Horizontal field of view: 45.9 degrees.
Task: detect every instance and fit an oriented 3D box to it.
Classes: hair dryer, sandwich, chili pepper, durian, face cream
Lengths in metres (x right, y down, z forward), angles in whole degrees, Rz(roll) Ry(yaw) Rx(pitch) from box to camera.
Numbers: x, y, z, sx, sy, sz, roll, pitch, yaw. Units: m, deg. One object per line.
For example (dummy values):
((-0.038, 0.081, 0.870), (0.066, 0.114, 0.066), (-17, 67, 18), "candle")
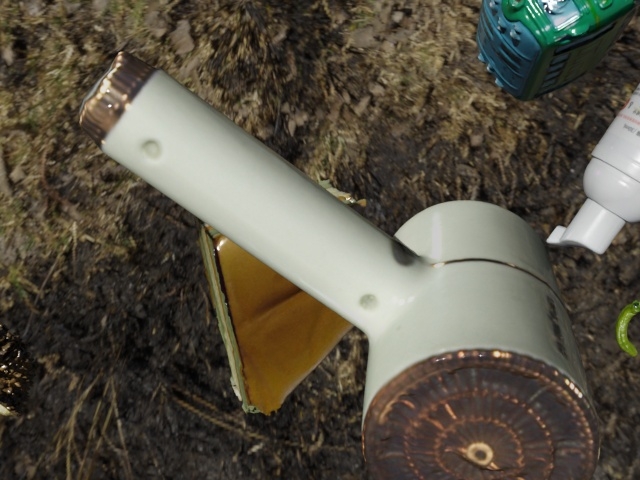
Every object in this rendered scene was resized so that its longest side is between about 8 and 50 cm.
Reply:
((0.000, 0.000, 0.460), (0.362, 0.203, 0.128), (36, 116, -9), "hair dryer")
((-0.025, 0.060, 0.897), (0.198, 0.155, 0.227), (-14, 111, -14), "sandwich")
((0.350, 0.099, 0.858), (0.017, 0.030, 0.083), (-35, 139, -32), "chili pepper")
((-0.283, 0.101, 0.631), (0.110, 0.140, 0.071), (44, 63, -39), "durian")
((0.502, -0.121, 1.181), (0.145, 0.145, 0.369), (27, 105, -13), "face cream")

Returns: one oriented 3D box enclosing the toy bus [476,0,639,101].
((0.350, -0.350, 1.161), (0.199, 0.343, 0.183), (-32, 80, 3), "toy bus")
